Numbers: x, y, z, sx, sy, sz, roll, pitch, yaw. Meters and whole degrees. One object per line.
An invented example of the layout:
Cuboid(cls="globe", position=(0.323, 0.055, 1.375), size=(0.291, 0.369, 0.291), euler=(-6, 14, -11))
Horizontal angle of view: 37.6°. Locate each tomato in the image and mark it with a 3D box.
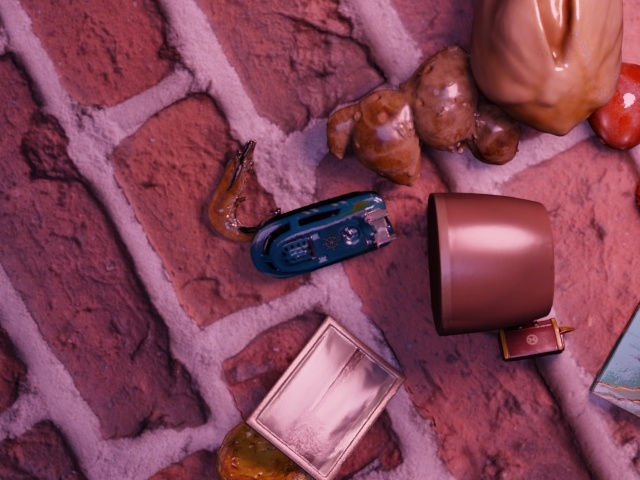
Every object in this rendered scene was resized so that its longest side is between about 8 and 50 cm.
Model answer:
Cuboid(cls="tomato", position=(0.584, -0.261, 1.793), size=(0.167, 0.167, 0.167), euler=(1, 96, 8))

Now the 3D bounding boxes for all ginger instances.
Cuboid(cls="ginger", position=(0.192, -0.229, 1.843), size=(0.375, 0.176, 0.256), euler=(-15, 109, 10))

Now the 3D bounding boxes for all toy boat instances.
Cuboid(cls="toy boat", position=(0.000, 0.000, 1.913), size=(0.299, 0.092, 0.134), euler=(-19, 109, 5))

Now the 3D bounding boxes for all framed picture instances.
Cuboid(cls="framed picture", position=(0.013, 0.325, 1.923), size=(0.213, 0.016, 0.289), euler=(39, 66, 3))

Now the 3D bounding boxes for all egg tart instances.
Cuboid(cls="egg tart", position=(-0.104, 0.459, 1.952), size=(0.234, 0.234, 0.094), euler=(-10, 132, 9))

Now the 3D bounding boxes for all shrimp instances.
Cuboid(cls="shrimp", position=(-0.147, -0.097, 1.964), size=(0.152, 0.046, 0.219), euler=(22, 103, 6))

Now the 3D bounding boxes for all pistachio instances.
Cuboid(cls="pistachio", position=(0.397, -0.407, 1.687), size=(0.281, 0.365, 0.445), euler=(-12, 94, 8))

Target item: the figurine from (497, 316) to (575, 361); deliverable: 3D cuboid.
Cuboid(cls="figurine", position=(0.436, 0.189, 1.906), size=(0.154, 0.082, 0.098), euler=(-13, 75, 9))

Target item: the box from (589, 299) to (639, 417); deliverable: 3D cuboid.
Cuboid(cls="box", position=(0.668, 0.242, 1.887), size=(0.162, 0.041, 0.229), euler=(27, 99, 5))

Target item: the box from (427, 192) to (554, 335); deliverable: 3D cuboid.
Cuboid(cls="box", position=(0.319, 0.040, 1.801), size=(0.216, 0.301, 0.301), euler=(-2, 96, 0))

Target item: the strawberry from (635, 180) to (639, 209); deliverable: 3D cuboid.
Cuboid(cls="strawberry", position=(0.687, -0.087, 1.828), size=(0.145, 0.086, 0.145), euler=(1, 94, 8))
